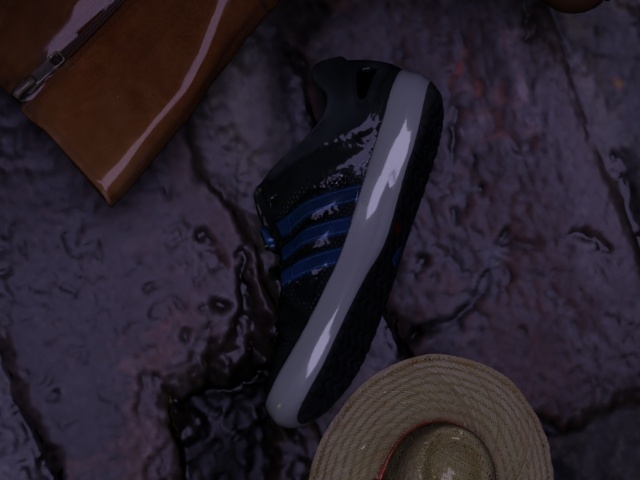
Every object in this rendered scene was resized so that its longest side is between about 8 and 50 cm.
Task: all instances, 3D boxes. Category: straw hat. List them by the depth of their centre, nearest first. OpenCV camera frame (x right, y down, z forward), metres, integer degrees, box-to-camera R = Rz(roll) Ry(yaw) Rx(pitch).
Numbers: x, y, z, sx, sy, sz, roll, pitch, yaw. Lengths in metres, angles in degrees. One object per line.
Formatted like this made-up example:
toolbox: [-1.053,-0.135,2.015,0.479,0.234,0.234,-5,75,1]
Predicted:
straw hat: [0.063,0.129,0.965,0.144,0.061,0.144,1,83,-6]

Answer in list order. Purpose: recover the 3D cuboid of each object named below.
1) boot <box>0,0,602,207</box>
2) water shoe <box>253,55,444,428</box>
boot: [-0.021,-0.129,0.952,0.264,0.096,0.280,42,81,12]
water shoe: [0.000,0.000,0.980,0.080,0.073,0.203,18,76,18]
